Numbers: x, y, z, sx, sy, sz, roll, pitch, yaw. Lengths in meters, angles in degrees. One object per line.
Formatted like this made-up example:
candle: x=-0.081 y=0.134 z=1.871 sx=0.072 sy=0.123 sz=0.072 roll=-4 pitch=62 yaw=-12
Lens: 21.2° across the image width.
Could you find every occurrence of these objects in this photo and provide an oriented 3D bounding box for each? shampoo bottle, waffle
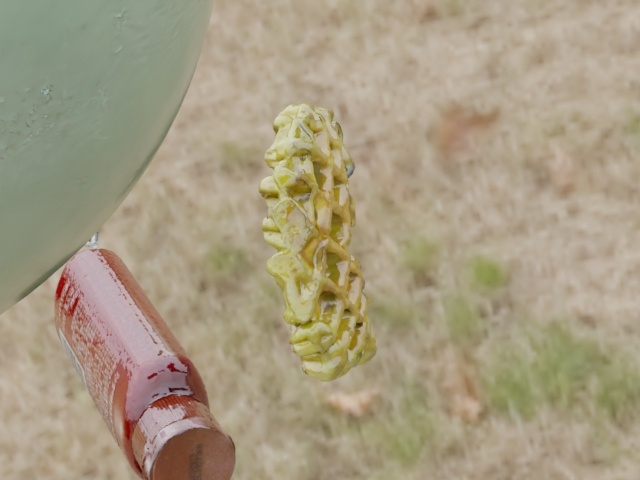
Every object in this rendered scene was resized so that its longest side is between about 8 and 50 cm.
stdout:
shampoo bottle: x=-0.151 y=0.114 z=1.418 sx=0.076 sy=0.118 sz=0.314 roll=-2 pitch=21 yaw=-22
waffle: x=0.003 y=-0.001 z=1.194 sx=0.051 sy=0.194 sz=0.149 roll=-11 pitch=5 yaw=18

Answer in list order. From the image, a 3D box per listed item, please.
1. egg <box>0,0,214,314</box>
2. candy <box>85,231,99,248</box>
egg: x=-0.193 y=-0.088 z=0.631 sx=0.389 sy=0.276 sz=0.276 roll=-32 pitch=15 yaw=43
candy: x=-0.152 y=-0.007 z=1.069 sx=0.020 sy=0.030 sz=0.083 roll=-12 pitch=14 yaw=-15
